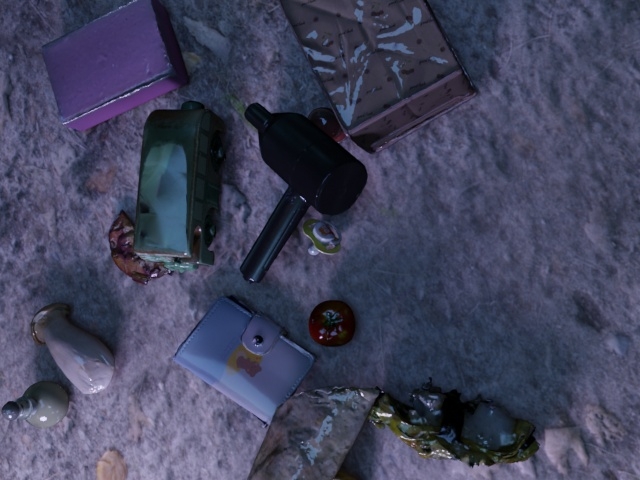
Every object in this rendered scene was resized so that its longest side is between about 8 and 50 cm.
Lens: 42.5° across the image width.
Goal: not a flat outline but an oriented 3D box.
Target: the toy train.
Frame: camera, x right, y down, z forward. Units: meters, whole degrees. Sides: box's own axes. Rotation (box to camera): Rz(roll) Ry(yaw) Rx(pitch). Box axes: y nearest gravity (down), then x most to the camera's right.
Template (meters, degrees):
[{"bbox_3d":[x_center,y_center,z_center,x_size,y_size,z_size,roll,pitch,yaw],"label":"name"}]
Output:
[{"bbox_3d":[-0.260,-0.105,1.522,0.129,0.159,0.327,3,84,14],"label":"toy train"}]

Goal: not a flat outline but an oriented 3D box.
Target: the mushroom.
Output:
[{"bbox_3d":[-0.476,0.211,1.592,0.212,0.088,0.097,35,127,21],"label":"mushroom"}]

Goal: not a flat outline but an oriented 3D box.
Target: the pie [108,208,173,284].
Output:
[{"bbox_3d":[-0.358,0.026,1.601,0.170,0.034,0.092,40,92,15],"label":"pie"}]

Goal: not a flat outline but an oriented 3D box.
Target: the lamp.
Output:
[{"bbox_3d":[-0.547,0.317,1.561,0.091,0.163,0.091,-1,87,14],"label":"lamp"}]

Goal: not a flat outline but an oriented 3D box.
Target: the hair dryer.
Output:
[{"bbox_3d":[-0.086,-0.077,1.475,0.244,0.116,0.302,42,105,35],"label":"hair dryer"}]

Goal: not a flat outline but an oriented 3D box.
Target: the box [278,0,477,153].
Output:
[{"bbox_3d":[0.097,-0.341,1.427,0.225,0.190,0.297,-29,78,13],"label":"box"}]

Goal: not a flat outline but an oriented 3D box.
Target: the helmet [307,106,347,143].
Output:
[{"bbox_3d":[0.010,-0.213,1.510,0.084,0.049,0.065,21,90,17],"label":"helmet"}]

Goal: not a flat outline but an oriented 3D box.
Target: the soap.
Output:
[{"bbox_3d":[-0.407,-0.346,1.624,0.259,0.081,0.181,-23,78,14],"label":"soap"}]

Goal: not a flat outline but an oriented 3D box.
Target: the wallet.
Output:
[{"bbox_3d":[-0.134,0.214,1.503,0.231,0.069,0.170,33,77,13],"label":"wallet"}]

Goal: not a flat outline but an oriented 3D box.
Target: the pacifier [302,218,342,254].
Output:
[{"bbox_3d":[0.000,0.000,1.500,0.083,0.068,0.064,51,133,20],"label":"pacifier"}]

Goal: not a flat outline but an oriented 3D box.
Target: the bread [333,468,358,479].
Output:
[{"bbox_3d":[-0.004,0.501,1.433,0.134,0.081,0.225,5,83,15],"label":"bread"}]

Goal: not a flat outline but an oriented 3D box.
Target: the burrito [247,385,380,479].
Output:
[{"bbox_3d":[-0.041,0.372,1.379,0.175,0.107,0.348,24,86,43],"label":"burrito"}]

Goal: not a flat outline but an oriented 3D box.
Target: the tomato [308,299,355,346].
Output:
[{"bbox_3d":[0.022,0.149,1.463,0.087,0.075,0.087,-3,70,9],"label":"tomato"}]

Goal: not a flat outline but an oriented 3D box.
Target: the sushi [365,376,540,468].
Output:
[{"bbox_3d":[0.215,0.305,1.363,0.290,0.139,0.131,16,82,18],"label":"sushi"}]
